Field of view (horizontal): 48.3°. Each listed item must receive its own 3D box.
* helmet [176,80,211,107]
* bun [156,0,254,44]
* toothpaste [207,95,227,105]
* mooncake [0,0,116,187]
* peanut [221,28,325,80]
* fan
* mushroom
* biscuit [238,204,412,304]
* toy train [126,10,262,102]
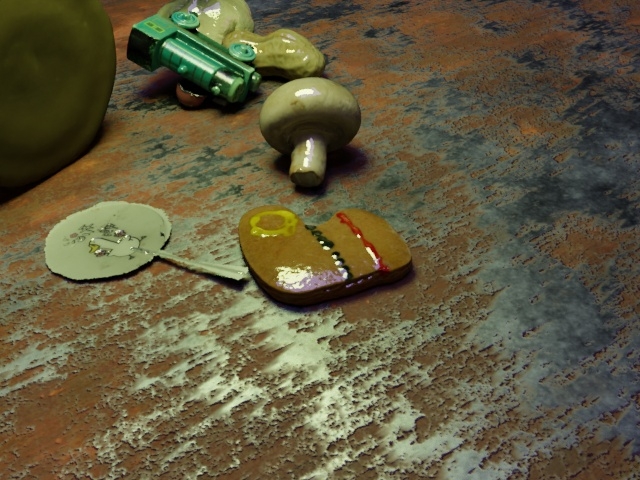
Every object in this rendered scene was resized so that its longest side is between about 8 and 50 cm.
[{"bbox_3d":[-0.303,-0.337,1.681,0.084,0.049,0.065,25,25,5],"label":"helmet"},{"bbox_3d":[-0.311,-0.577,1.885,0.273,0.168,0.273,-7,39,6],"label":"bun"},{"bbox_3d":[-0.256,-0.339,1.711,0.024,0.015,0.083,-26,40,-37],"label":"toothpaste"},{"bbox_3d":[-0.633,-0.348,1.407,0.262,0.467,0.467,23,45,20],"label":"mooncake"},{"bbox_3d":[-0.121,-0.463,1.767,0.275,0.125,0.111,9,41,12],"label":"peanut"},{"bbox_3d":[-0.316,0.018,1.279,0.415,0.012,0.233,15,43,23],"label":"fan"},{"bbox_3d":[-0.020,-0.229,1.429,0.206,0.206,0.209,-1,39,0],"label":"mushroom"},{"bbox_3d":[0.000,-0.001,1.263,0.277,0.052,0.262,-13,41,-13],"label":"biscuit"},{"bbox_3d":[-0.290,-0.426,1.680,0.298,0.120,0.194,30,39,5],"label":"toy train"}]
